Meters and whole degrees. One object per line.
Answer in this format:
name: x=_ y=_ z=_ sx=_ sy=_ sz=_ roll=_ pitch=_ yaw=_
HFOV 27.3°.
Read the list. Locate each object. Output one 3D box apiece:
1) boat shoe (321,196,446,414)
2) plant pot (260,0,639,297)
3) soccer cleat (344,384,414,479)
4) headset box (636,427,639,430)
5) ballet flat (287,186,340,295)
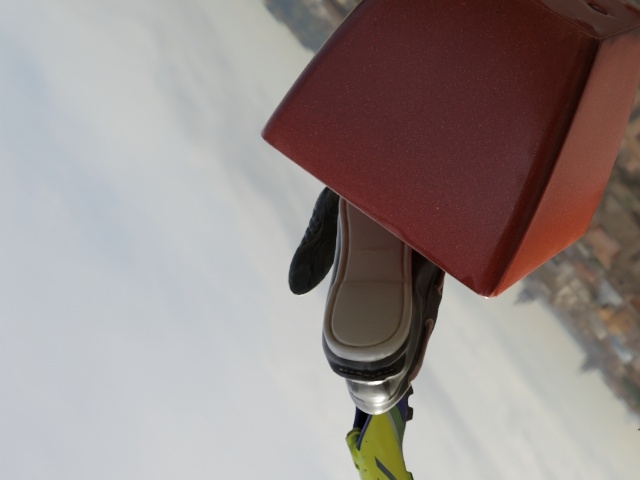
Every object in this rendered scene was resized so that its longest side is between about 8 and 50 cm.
boat shoe: x=0.068 y=0.023 z=1.284 sx=0.335 sy=0.112 sz=0.095 roll=-71 pitch=-21 yaw=-46
plant pot: x=0.154 y=-0.144 z=1.223 sx=0.267 sy=0.235 sz=0.267 roll=37 pitch=-151 yaw=16
soccer cleat: x=0.085 y=0.347 z=2.075 sx=0.121 sy=0.289 sz=0.093 roll=5 pitch=169 yaw=-32
headset box: x=0.461 y=0.251 z=1.738 sx=0.062 sy=0.083 sz=0.032 roll=0 pitch=-89 yaw=-68
ballet flat: x=0.000 y=0.000 z=1.891 sx=0.057 sy=0.173 sz=0.049 roll=24 pitch=176 yaw=-7
